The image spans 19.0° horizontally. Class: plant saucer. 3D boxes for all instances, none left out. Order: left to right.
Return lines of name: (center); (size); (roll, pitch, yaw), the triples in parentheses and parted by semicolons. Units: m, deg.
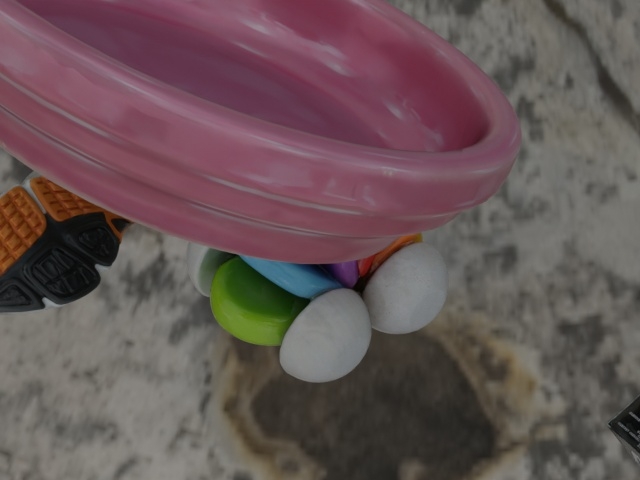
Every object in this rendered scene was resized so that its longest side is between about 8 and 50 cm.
plant saucer: (-0.062, -0.086, 0.986); (0.332, 0.332, 0.084); (21, 110, -7)

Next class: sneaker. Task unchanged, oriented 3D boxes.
sneaker: (-0.209, -0.008, 1.482); (0.121, 0.262, 0.099); (-23, 102, 40)

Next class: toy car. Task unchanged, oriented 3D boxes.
toy car: (0.000, 0.000, 1.382); (0.182, 0.159, 0.136); (-29, 145, -29)

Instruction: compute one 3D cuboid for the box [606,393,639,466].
box: (0.237, 0.170, 0.909); (0.045, 0.191, 0.184); (-43, 119, -2)
